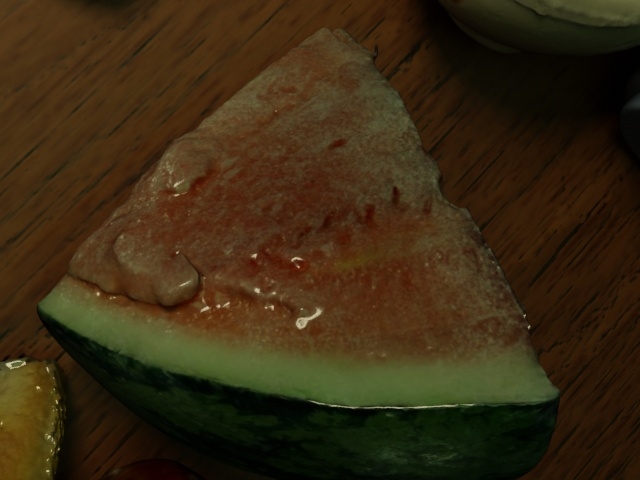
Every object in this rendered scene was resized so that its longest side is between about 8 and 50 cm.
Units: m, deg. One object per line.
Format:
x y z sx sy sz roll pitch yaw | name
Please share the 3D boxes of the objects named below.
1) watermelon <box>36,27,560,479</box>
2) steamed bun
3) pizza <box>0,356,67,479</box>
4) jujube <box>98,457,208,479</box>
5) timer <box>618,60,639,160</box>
-0.009 0.040 0.542 0.283 0.292 0.250 13 134 2 | watermelon
0.161 -0.207 0.557 0.228 0.131 0.177 -13 91 -17 | steamed bun
-0.239 0.146 0.477 0.188 0.204 0.080 16 133 7 | pizza
-0.118 0.258 0.490 0.183 0.183 0.243 41 75 -20 | jujube
0.425 -0.036 0.547 0.395 0.395 0.173 41 87 -20 | timer
